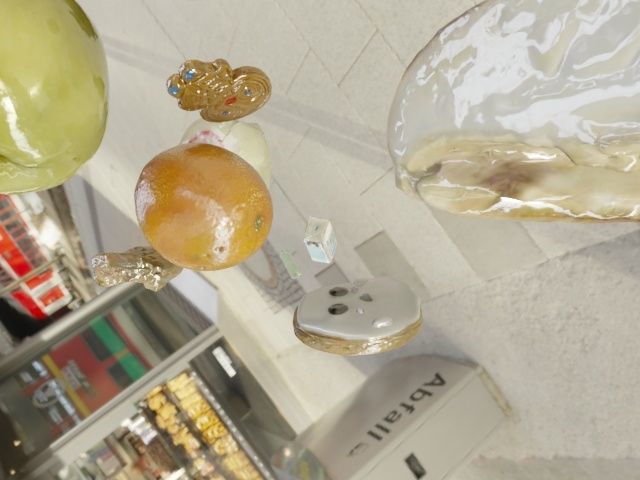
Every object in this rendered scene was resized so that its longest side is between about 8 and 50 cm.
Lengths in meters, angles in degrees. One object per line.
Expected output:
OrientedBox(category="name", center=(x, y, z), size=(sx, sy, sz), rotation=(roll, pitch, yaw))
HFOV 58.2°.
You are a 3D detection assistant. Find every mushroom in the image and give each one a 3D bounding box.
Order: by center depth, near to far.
OrientedBox(category="mushroom", center=(0.281, -0.131, 0.614), size=(0.397, 0.313, 0.225), rotation=(-5, 83, 49))

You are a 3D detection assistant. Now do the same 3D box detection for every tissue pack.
OrientedBox(category="tissue pack", center=(0.000, 0.000, 1.347), size=(0.058, 0.074, 0.094), rotation=(6, 148, 18))

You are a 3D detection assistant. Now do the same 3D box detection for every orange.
OrientedBox(category="orange", center=(-0.170, -0.048, 0.854), size=(0.206, 0.206, 0.206), rotation=(41, 153, 26))

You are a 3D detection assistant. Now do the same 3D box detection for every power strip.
OrientedBox(category="power strip", center=(-0.077, 0.059, 1.461), size=(0.083, 0.027, 0.017), rotation=(61, -163, 11))

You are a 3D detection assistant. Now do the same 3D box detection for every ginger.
OrientedBox(category="ginger", center=(-0.276, 0.008, 1.060), size=(0.084, 0.290, 0.122), rotation=(8, 124, 56))

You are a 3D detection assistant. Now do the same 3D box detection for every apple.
OrientedBox(category="apple", center=(-0.379, -0.186, 0.685), size=(0.262, 0.262, 0.262), rotation=(41, 153, 26))

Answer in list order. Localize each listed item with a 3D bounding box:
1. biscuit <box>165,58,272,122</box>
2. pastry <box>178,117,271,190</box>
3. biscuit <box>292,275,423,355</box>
OrientedBox(category="biscuit", center=(-0.149, -0.220, 0.864), size=(0.124, 0.175, 0.026), rotation=(-33, 70, 32))
OrientedBox(category="pastry", center=(-0.226, -0.162, 1.309), size=(0.264, 0.133, 0.265), rotation=(-1, 88, 41))
OrientedBox(category="biscuit", center=(0.059, 0.109, 0.897), size=(0.181, 0.208, 0.049), rotation=(-118, 23, -65))
